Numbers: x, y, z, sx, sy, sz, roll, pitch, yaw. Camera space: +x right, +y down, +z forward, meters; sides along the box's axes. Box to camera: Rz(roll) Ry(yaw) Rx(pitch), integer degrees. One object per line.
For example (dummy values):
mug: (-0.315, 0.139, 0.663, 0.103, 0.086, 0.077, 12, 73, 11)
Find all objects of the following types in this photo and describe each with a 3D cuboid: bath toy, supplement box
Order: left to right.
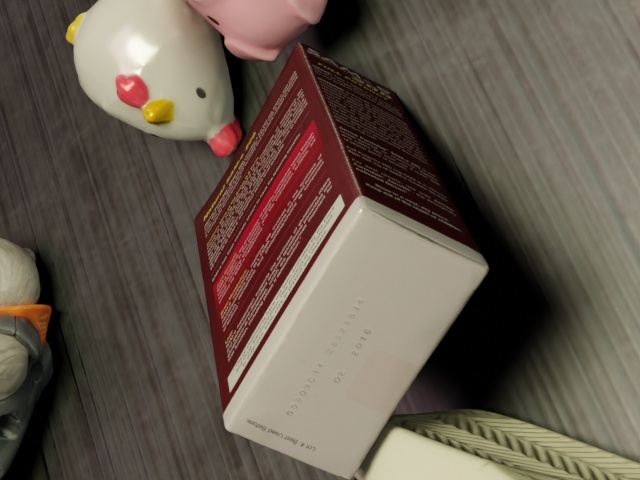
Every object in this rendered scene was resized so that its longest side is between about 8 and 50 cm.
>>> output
bath toy: (-0.021, -0.172, 0.872, 0.348, 0.151, 0.129, -42, 82, 34)
supplement box: (0.000, 0.000, 0.777, 0.130, 0.073, 0.239, -58, 20, 18)

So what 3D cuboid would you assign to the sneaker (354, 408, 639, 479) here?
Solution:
sneaker: (0.135, 0.181, 0.641, 0.350, 0.131, 0.148, 16, 100, 57)

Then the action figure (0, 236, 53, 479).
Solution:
action figure: (-0.280, 0.148, 1.073, 0.341, 0.178, 0.330, -178, 106, -72)
